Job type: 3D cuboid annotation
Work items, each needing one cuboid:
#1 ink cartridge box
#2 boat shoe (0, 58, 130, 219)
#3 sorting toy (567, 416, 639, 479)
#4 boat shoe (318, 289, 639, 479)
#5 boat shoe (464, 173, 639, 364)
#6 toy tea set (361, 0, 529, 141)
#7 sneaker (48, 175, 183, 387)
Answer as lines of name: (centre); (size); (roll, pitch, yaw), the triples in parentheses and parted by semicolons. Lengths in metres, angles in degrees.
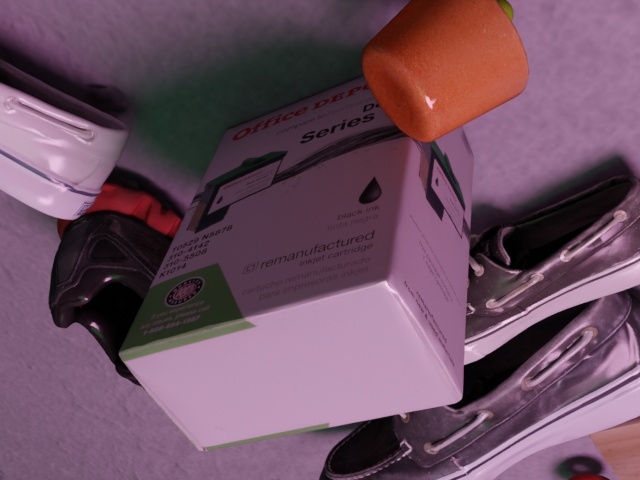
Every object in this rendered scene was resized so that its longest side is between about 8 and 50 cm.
ink cartridge box: (0.000, 0.000, 0.494); (0.160, 0.219, 0.093); (-17, 124, 24)
boat shoe: (-0.244, -0.115, 0.534); (0.258, 0.095, 0.084); (33, 102, -23)
sorting toy: (0.322, 0.166, 0.704); (0.274, 0.046, 0.132); (-21, 125, 28)
boat shoe: (0.113, 0.124, 0.675); (0.335, 0.121, 0.119); (-36, 111, 23)
boat shoe: (0.132, 0.020, 0.589); (0.219, 0.078, 0.070); (-29, 123, 23)
toy tea set: (0.032, -0.201, 0.358); (0.124, 0.200, 0.336); (-37, 146, -10)
sneaker: (-0.083, 0.067, 0.630); (0.276, 0.135, 0.097); (30, 129, -19)
